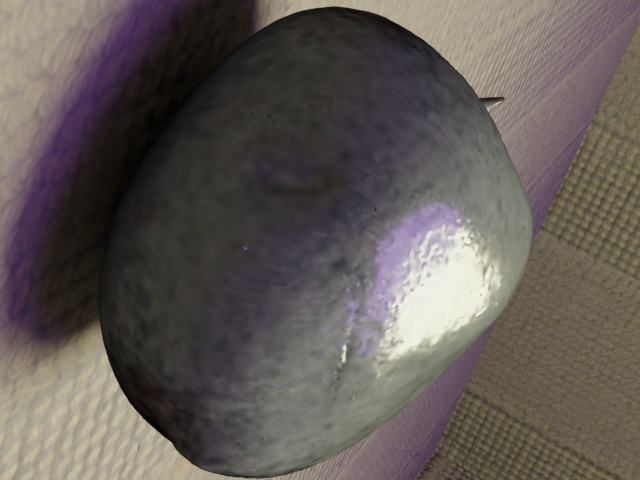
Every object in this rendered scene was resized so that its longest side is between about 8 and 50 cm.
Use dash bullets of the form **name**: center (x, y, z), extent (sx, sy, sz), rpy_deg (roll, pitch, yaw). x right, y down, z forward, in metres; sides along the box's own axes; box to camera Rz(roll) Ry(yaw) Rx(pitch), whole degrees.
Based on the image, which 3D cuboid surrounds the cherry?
- **cherry**: center (0.000, 0.000, 0.721), extent (0.296, 0.218, 0.255), rpy_deg (-48, 168, -23)
